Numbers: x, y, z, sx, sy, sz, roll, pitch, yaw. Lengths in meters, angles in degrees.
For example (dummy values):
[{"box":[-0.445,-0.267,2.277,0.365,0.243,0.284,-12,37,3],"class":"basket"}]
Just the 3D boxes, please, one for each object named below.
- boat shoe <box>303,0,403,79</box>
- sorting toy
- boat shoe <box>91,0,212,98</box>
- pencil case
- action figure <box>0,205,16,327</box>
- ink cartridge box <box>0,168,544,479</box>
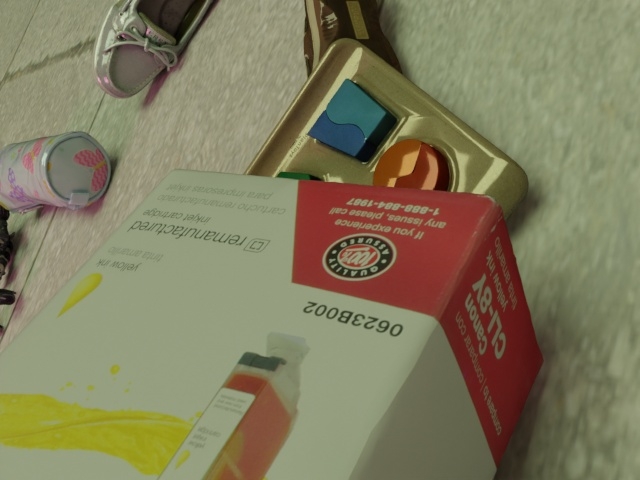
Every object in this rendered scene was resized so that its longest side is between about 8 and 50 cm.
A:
[{"box":[0.028,-0.174,0.734,0.095,0.095,0.258,118,151,-62],"class":"boat shoe"},{"box":[0.000,0.000,0.611,0.229,0.041,0.307,46,109,31],"class":"sorting toy"},{"box":[-0.238,-0.359,1.082,0.320,0.118,0.103,-53,36,-2],"class":"boat shoe"},{"box":[-0.458,-0.109,1.161,0.273,0.113,0.124,-1,74,46],"class":"pencil case"},{"box":[-0.605,0.033,1.212,0.164,0.140,0.276,-54,41,26],"class":"action figure"},{"box":[-0.075,0.144,0.411,0.279,0.160,0.385,9,50,35],"class":"ink cartridge box"}]
